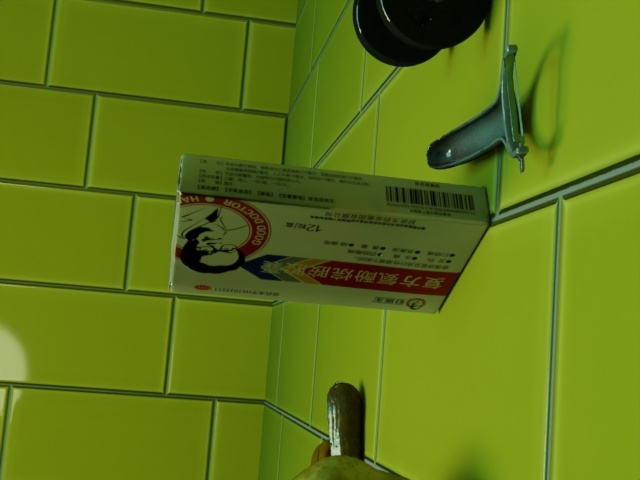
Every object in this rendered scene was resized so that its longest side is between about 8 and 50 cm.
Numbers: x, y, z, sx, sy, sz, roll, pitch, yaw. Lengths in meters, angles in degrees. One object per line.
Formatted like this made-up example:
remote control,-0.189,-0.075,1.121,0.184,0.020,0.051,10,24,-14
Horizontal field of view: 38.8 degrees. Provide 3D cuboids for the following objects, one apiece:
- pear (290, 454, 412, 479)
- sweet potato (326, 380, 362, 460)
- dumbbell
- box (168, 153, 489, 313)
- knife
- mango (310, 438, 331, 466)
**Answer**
pear,0.033,0.373,1.007,0.271,0.271,0.271,-174,90,-81
sweet potato,0.042,0.358,1.562,0.081,0.062,0.233,68,-159,-76
dumbbell,0.125,-0.305,1.166,0.325,0.143,0.143,-160,75,-81
box,0.000,0.000,1.094,0.214,0.353,0.069,109,165,-54
knife,0.179,-0.111,1.000,0.278,0.053,0.123,141,129,-79
mango,0.008,0.437,1.707,0.077,0.063,0.127,97,177,-74
